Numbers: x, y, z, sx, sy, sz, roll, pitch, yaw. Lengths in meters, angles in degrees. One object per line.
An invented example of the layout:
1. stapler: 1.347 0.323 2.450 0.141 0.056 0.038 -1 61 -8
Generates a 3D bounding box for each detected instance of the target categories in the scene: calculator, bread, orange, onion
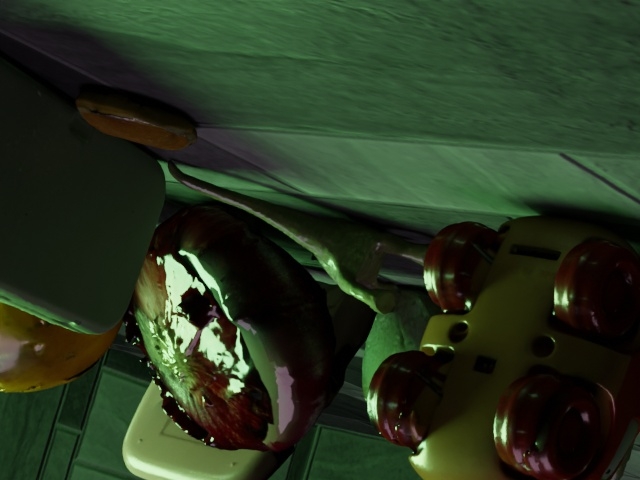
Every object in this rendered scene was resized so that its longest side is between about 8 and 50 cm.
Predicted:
1. calculator: -0.080 0.146 2.130 0.220 0.329 0.048 10 142 33
2. bread: -0.153 -0.097 1.626 0.110 0.024 0.110 16 170 3
3. orange: -0.323 0.042 2.086 0.246 0.246 0.246 15 171 3
4. onion: -0.070 0.075 1.992 0.195 0.272 0.272 -28 -161 -34

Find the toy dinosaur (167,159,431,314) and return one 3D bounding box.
1. toy dinosaur: -0.001 0.005 1.847 0.200 0.072 0.251 22 -173 39

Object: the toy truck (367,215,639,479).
1. toy truck: 0.193 0.110 1.594 0.189 0.265 0.239 9 158 42

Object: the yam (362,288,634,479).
1. yam: 0.203 0.167 2.152 0.304 0.168 0.168 17 171 -10

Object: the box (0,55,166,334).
1. box: -0.374 -0.064 1.747 0.344 0.177 0.352 13 171 26
